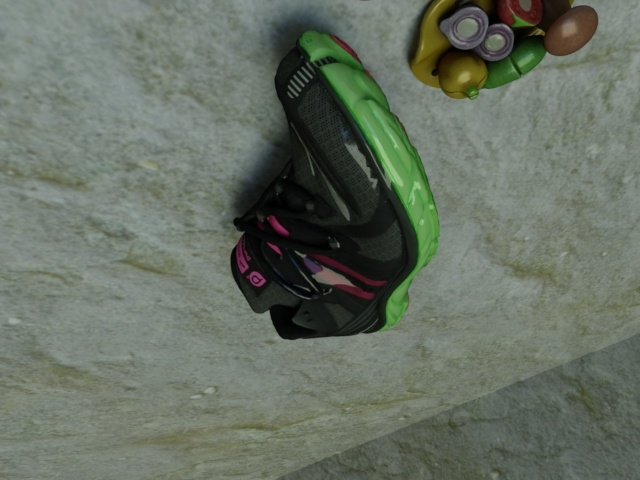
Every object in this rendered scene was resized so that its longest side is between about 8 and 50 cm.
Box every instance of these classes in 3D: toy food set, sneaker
[{"bbox_3d":[0.190,-0.200,0.564,0.218,0.071,0.128,-33,145,20],"label":"toy food set"},{"bbox_3d":[0.000,0.000,0.662,0.202,0.185,0.482,-18,147,-9],"label":"sneaker"}]
